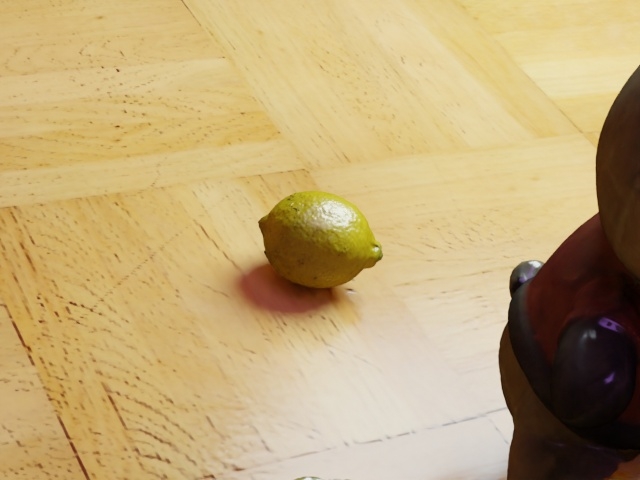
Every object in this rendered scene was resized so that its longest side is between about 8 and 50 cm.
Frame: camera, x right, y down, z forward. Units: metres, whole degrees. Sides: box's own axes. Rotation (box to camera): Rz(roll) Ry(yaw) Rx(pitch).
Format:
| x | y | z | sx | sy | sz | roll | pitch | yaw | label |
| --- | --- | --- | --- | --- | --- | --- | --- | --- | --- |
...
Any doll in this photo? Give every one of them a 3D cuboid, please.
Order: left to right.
| x | y | z | sx | sy | sz | roll | pitch | yaw | label |
| --- | --- | --- | --- | --- | --- | --- | --- | --- | --- |
| 0.203 | 0.012 | 0.804 | 0.235 | 0.330 | 0.174 | 2 | 41 | -38 | doll |

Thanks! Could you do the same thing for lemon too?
| x | y | z | sx | sy | sz | roll | pitch | yaw | label |
| --- | --- | --- | --- | --- | --- | --- | --- | --- | --- |
| 0.000 | 0.000 | 0.973 | 0.083 | 0.062 | 0.062 | 16 | 37 | -6 | lemon |

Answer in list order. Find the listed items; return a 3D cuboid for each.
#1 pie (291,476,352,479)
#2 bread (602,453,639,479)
| x | y | z | sx | sy | sz | roll | pitch | yaw | label |
| --- | --- | --- | --- | --- | --- | --- | --- | --- | --- |
| 0.007 | 0.157 | 0.811 | 0.084 | 0.020 | 0.084 | 11 | 38 | -9 | pie |
| 0.120 | 0.193 | 0.639 | 0.274 | 0.185 | 0.114 | -6 | 6 | -41 | bread |
